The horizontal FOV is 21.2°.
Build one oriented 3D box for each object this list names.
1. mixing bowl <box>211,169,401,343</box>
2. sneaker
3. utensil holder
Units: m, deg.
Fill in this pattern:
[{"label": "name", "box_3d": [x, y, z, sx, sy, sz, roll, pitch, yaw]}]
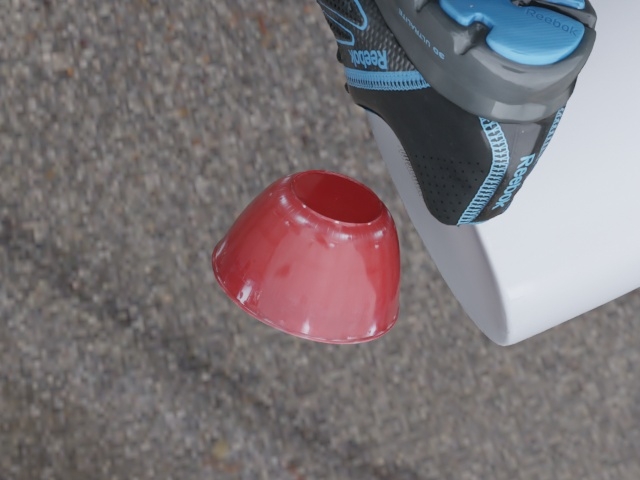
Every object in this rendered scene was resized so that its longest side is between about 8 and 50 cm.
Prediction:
[{"label": "mixing bowl", "box_3d": [0.000, 0.000, 1.542, 0.181, 0.181, 0.098, 7, 122, -20]}, {"label": "sneaker", "box_3d": [0.029, -0.151, 0.983, 0.125, 0.341, 0.140, -6, 134, -22]}, {"label": "utensil holder", "box_3d": [0.269, -0.119, 1.565, 0.385, 0.328, 0.328, -26, 134, -7]}]
